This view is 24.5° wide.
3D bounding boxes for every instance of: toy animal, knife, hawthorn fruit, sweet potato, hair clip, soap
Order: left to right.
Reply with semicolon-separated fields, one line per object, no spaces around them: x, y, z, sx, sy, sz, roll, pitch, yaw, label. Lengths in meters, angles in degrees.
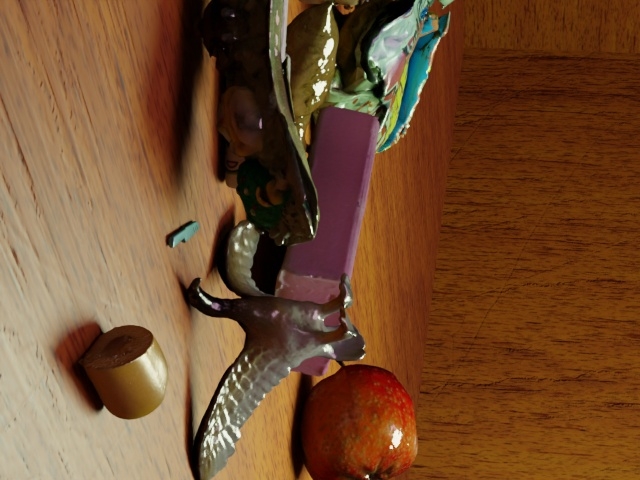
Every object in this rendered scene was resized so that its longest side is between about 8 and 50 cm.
-0.117;-0.005;1.266;0.091;0.005;0.014;-50;141;-75;knife
-0.061;-0.156;1.260;0.138;0.091;0.321;163;-77;-73;hair clip
-0.047;0.063;1.349;0.197;0.160;0.272;71;17;-61;toy animal
-0.027;-0.160;1.555;0.075;0.075;0.269;-77;-179;-45;sweet potato
0.002;0.000;1.652;0.181;0.081;0.259;102;-1;-48;soap
0.044;0.228;1.912;0.157;0.157;0.194;80;-2;-54;hawthorn fruit

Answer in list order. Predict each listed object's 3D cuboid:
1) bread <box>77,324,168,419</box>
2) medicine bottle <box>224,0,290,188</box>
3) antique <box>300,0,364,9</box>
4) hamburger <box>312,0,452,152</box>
-0.137;0.086;1.049;0.103;0.049;0.062;80;16;-60;bread
-0.053;-0.157;1.375;0.092;0.061;0.221;-162;-108;-65;medicine bottle
-0.001;-0.392;1.555;0.310;0.093;0.087;83;14;-47;antique
0.055;-0.236;1.875;0.260;0.150;0.276;-53;165;-43;hamburger
